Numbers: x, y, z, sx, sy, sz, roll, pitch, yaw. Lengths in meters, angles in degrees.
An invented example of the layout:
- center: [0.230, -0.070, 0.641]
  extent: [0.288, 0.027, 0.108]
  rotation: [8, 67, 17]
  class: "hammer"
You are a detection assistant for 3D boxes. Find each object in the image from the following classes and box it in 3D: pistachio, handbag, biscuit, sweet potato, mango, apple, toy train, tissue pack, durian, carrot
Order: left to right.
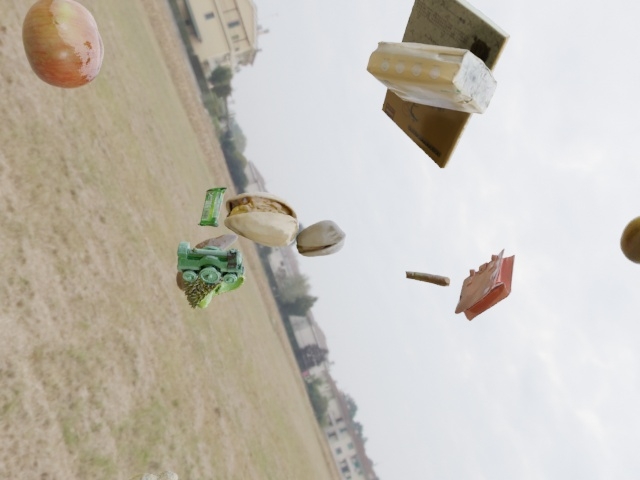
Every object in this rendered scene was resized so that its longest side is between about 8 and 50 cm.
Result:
- center: [-0.605, -0.468, 1.200]
  extent: [0.209, 0.164, 0.210]
  rotation: [-178, -90, -76]
  class: "apple"
- center: [-0.499, 0.068, 2.139]
  extent: [0.114, 0.341, 0.092]
  rotation: [30, -32, 22]
  class: "sweet potato"
- center: [-0.286, 0.058, 1.319]
  extent: [0.071, 0.177, 0.105]
  rotation: [-93, -171, -51]
  class: "toy train"
- center: [-0.400, 0.134, 1.857]
  extent: [0.177, 0.236, 0.200]
  rotation: [62, 0, -3]
  class: "durian"
- center: [-0.215, -0.066, 1.005]
  extent: [0.016, 0.046, 0.089]
  rotation: [49, 45, -61]
  class: "biscuit"
- center: [-0.165, -0.060, 1.448]
  extent: [0.157, 0.229, 0.158]
  rotation: [-38, -135, 52]
  class: "pistachio"
- center: [0.000, 0.000, 1.483]
  extent: [0.113, 0.149, 0.113]
  rotation: [157, -90, -82]
  class: "pistachio"
- center: [0.402, 0.143, 1.897]
  extent: [0.042, 0.170, 0.042]
  rotation: [9, 90, -81]
  class: "carrot"
- center: [0.232, -0.341, 1.054]
  extent: [0.222, 0.090, 0.186]
  rotation: [22, 5, 36]
  class: "tissue pack"
- center: [0.475, 0.130, 1.467]
  extent: [0.157, 0.059, 0.212]
  rotation: [-66, -176, -34]
  class: "handbag"
- center: [0.772, -0.006, 1.197]
  extent: [0.103, 0.076, 0.161]
  rotation: [51, -10, 36]
  class: "mango"

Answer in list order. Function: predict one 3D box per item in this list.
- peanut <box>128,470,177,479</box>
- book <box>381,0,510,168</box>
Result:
- center: [-0.529, 0.760, 1.569]
  extent: [0.080, 0.174, 0.080]
  rotation: [-6, -97, 55]
  class: "peanut"
- center: [0.282, -0.394, 1.228]
  extent: [0.269, 0.032, 0.389]
  rotation: [51, -29, 26]
  class: "book"
